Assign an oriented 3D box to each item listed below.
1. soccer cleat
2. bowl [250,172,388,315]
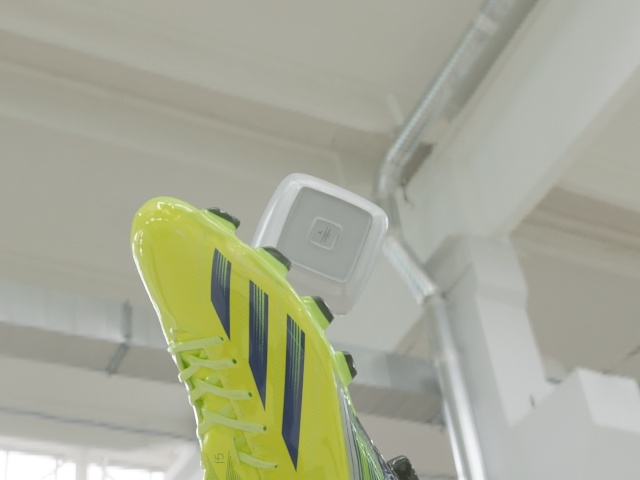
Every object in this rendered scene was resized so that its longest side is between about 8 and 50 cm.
[{"bbox_3d":[-0.036,0.109,0.677,0.093,0.121,0.289,-5,-61,60],"label":"soccer cleat"},{"bbox_3d":[0.000,0.000,1.295,0.142,0.142,0.053,24,-14,-3],"label":"bowl"}]
